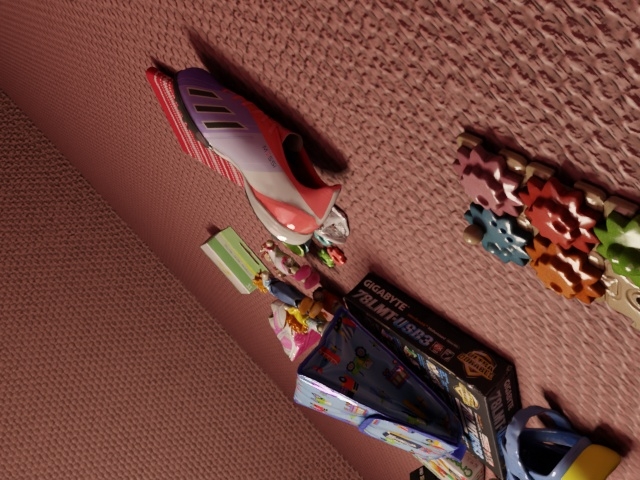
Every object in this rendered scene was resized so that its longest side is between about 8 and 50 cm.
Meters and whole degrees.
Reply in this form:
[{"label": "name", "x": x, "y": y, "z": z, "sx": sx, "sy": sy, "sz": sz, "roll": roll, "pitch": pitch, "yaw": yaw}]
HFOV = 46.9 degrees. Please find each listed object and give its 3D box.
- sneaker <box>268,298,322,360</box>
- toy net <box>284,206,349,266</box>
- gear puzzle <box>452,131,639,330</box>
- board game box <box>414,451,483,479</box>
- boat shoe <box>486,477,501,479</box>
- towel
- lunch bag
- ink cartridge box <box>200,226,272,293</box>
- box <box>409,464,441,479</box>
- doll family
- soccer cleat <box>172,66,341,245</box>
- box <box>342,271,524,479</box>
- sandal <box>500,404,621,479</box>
[{"label": "sneaker", "x": -0.062, "y": 0.197, "z": 1.744, "sx": 0.111, "sy": 0.103, "sz": 0.252, "roll": 45, "pitch": 157, "yaw": 21}, {"label": "toy net", "x": 0.000, "y": 0.000, "z": 1.212, "sx": 0.122, "sy": 0.045, "sz": 0.232, "roll": 49, "pitch": 163, "yaw": -5}, {"label": "gear puzzle", "x": 0.253, "y": 0.028, "z": 0.659, "sx": 0.339, "sy": 0.044, "sz": 0.175, "roll": 33, "pitch": 158, "yaw": 39}, {"label": "board game box", "x": 0.233, "y": 0.451, "z": 1.662, "sx": 0.305, "sy": 0.053, "sz": 0.193, "roll": 37, "pitch": 161, "yaw": 30}, {"label": "boat shoe", "x": 0.428, "y": 0.572, "z": 1.401, "sx": 0.320, "sy": 0.103, "sz": 0.118, "roll": 32, "pitch": 113, "yaw": 33}, {"label": "towel", "x": -0.187, "y": -0.184, "z": 1.275, "sx": 0.275, "sy": 0.031, "sz": 0.199, "roll": 32, "pitch": 156, "yaw": 35}, {"label": "lunch bag", "x": 0.112, "y": 0.268, "z": 1.222, "sx": 0.293, "sy": 0.138, "sz": 0.221, "roll": 31, "pitch": 158, "yaw": 10}, {"label": "ink cartridge box", "x": -0.212, "y": 0.054, "z": 1.843, "sx": 0.171, "sy": 0.056, "sz": 0.235, "roll": 50, "pitch": 165, "yaw": -8}, {"label": "box", "x": 0.303, "y": 0.663, "z": 1.821, "sx": 0.180, "sy": 0.077, "sz": 0.147, "roll": 51, "pitch": -163, "yaw": -14}, {"label": "doll family", "x": -0.048, "y": 0.110, "z": 1.393, "sx": 0.163, "sy": 0.118, "sz": 0.263, "roll": 29, "pitch": 167, "yaw": 49}, {"label": "soccer cleat", "x": -0.090, "y": -0.145, "z": 1.043, "sx": 0.116, "sy": 0.109, "sz": 0.318, "roll": -46, "pitch": 72, "yaw": 32}, {"label": "box", "x": 0.191, "y": 0.223, "z": 1.210, "sx": 0.293, "sy": 0.073, "sz": 0.295, "roll": 32, "pitch": 158, "yaw": 38}, {"label": "sandal", "x": 0.321, "y": 0.329, "z": 1.076, "sx": 0.138, "sy": 0.126, "sz": 0.317, "roll": 44, "pitch": 155, "yaw": 23}]
